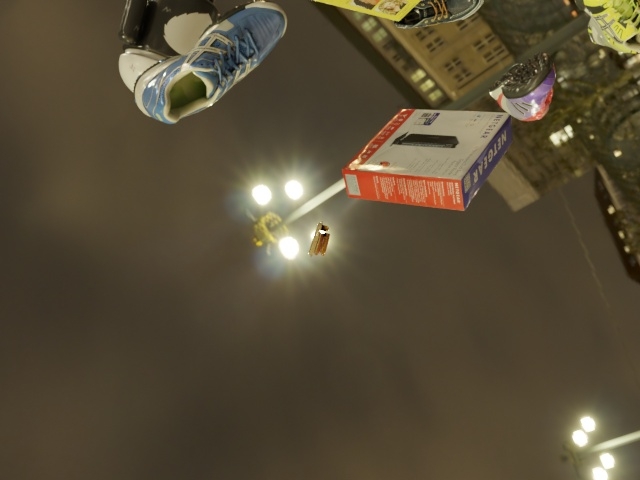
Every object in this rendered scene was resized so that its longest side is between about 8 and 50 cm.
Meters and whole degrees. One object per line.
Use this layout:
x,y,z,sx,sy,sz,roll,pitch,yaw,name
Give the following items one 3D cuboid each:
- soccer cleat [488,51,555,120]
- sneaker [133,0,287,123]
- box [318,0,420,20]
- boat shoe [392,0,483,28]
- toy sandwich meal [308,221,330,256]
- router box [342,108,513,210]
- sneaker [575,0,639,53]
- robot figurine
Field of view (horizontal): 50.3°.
0.420,-0.291,1.353,0.116,0.108,0.318,46,-171,-4,soccer cleat
-0.121,-0.207,0.818,0.081,0.211,0.080,46,174,49,sneaker
0.039,-0.389,0.994,0.232,0.058,0.087,-3,-111,-39,box
0.242,-0.477,1.415,0.083,0.183,0.065,-38,-65,-54,boat shoe
0.000,0.000,1.390,0.029,0.086,0.086,18,-141,-3,toy sandwich meal
0.265,-0.207,1.648,0.335,0.301,0.082,-48,-45,-42,router box
0.759,-0.604,1.735,0.147,0.145,0.384,40,-168,34,sneaker
-0.305,-0.418,1.405,0.209,0.173,0.278,19,-93,-19,robot figurine
